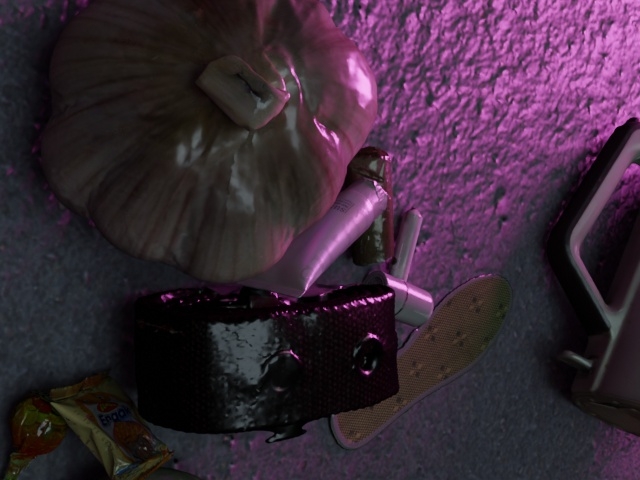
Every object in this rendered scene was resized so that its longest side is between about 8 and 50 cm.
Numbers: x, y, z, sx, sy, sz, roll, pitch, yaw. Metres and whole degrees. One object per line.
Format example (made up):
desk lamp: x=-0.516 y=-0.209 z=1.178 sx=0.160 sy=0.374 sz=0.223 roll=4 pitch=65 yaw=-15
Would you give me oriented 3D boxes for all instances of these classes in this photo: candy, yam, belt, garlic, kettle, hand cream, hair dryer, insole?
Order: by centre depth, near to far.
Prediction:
garlic: x=-0.107 y=-0.121 z=1.087 sx=0.322 sy=0.322 sz=0.241 roll=-40 pitch=154 yaw=-25
candy: x=-0.298 y=0.237 z=1.108 sx=0.060 sy=0.060 sz=0.201 roll=28 pitch=86 yaw=-35
belt: x=-0.050 y=0.125 z=1.184 sx=0.289 sy=0.184 sz=0.164 roll=-4 pitch=97 yaw=-34
hand cream: x=0.000 y=0.000 z=1.211 sx=0.205 sy=0.078 sz=0.049 roll=-43 pitch=136 yaw=-44
yam: x=0.056 y=-0.040 z=1.322 sx=0.054 sy=0.054 sz=0.132 roll=-12 pitch=103 yaw=-34
hair dryer: x=0.101 y=0.027 z=1.371 sx=0.082 sy=0.047 sz=0.137 roll=23 pitch=75 yaw=-36
insole: x=0.131 y=0.144 z=1.426 sx=0.322 sy=0.007 sz=0.109 roll=-35 pitch=113 yaw=-29
kettle: x=0.466 y=0.060 z=1.546 sx=0.361 sy=0.250 sz=0.376 roll=24 pitch=78 yaw=-6

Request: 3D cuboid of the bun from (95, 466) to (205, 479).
bun: x=-0.163 y=0.365 z=1.134 sx=0.283 sy=0.179 sz=0.283 roll=-3 pitch=95 yaw=-33

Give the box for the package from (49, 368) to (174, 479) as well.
package: x=-0.198 y=0.182 z=1.120 sx=0.120 sy=0.031 sz=0.108 roll=51 pitch=18 yaw=10
